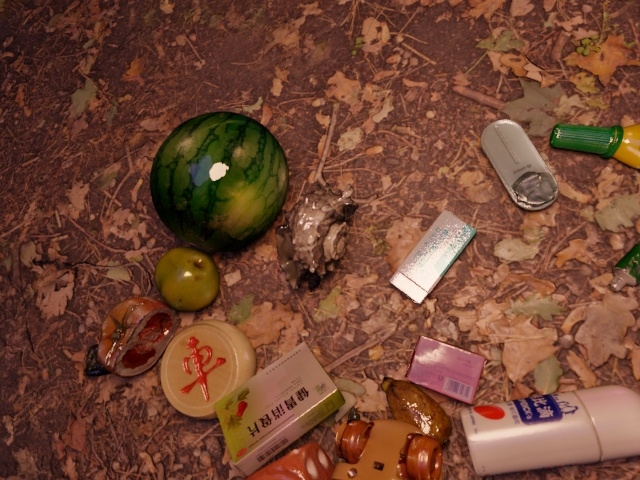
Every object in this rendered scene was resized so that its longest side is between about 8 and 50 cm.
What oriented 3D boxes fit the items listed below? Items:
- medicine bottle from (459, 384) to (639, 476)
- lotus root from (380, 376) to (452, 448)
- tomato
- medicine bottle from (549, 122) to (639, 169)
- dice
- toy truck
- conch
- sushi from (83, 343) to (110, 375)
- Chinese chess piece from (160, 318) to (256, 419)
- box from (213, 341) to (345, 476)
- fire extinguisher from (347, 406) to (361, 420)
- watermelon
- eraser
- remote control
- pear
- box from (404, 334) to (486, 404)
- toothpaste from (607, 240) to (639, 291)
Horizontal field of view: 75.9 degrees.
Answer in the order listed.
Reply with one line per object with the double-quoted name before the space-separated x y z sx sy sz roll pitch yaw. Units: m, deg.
"medicine bottle" 0.460 0.369 0.801 0.341 0.130 0.130 -15 72 13
"lotus root" 0.201 0.374 0.902 0.108 0.094 0.190 -32 62 -17
"tomato" -0.510 0.243 1.113 0.155 0.181 0.213 27 81 28
"medicine bottle" 0.687 -0.216 0.919 0.309 0.076 0.111 13 78 21
"dice" -0.056 0.555 0.888 0.175 0.179 0.173 -36 69 10
"toy truck" 0.120 0.494 0.766 0.205 0.211 0.288 -4 36 35
"conch" -0.009 0.003 0.982 0.186 0.313 0.240 26 42 -12
"sushi" -0.627 0.342 1.185 0.085 0.056 0.083 -17 64 13
"Chinese chess piece" -0.290 0.329 1.060 0.251 0.097 0.250 -4 75 16
"box" -0.098 0.370 0.930 0.261 0.062 0.175 -32 34 -13
"fire extinguisher" 0.078 0.431 0.959 0.038 0.025 0.083 -10 71 39
"watermelon" -0.251 -0.153 1.048 0.364 0.363 0.362 -4 74 16
"eraser" 0.270 0.040 0.989 0.096 0.052 0.225 38 88 20
"remote control" 0.473 -0.181 0.987 0.104 0.052 0.247 -24 70 11
"pear" -0.373 0.119 1.119 0.216 0.166 0.180 -44 78 29
"box" 0.278 0.285 0.918 0.156 0.060 0.111 18 82 18
"toothpaste" 0.707 0.017 0.868 0.248 0.047 0.078 -43 72 0
